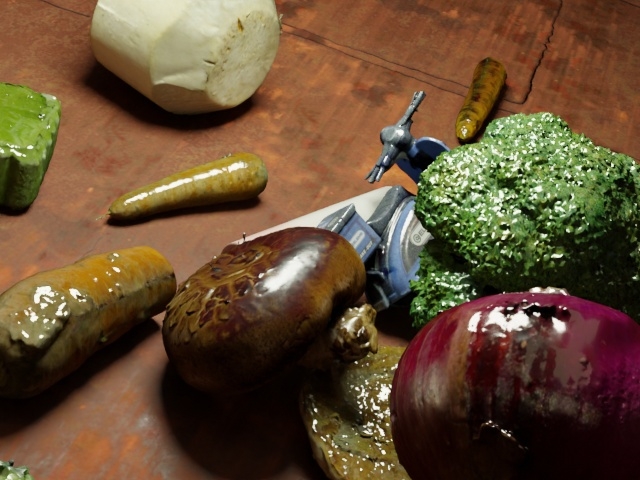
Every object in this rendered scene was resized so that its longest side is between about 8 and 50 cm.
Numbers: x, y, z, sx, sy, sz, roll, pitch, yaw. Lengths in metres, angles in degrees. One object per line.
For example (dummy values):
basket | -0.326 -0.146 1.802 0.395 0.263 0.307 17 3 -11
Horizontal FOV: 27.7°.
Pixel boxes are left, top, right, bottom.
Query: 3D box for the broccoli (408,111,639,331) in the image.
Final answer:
broccoli | 0.299 0.006 1.751 0.321 0.310 0.413 4 60 21

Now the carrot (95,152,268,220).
carrot | -0.213 -0.074 1.969 0.298 0.078 0.078 -17 45 -33

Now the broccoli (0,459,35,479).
broccoli | -0.337 0.300 1.118 0.275 0.397 0.353 38 28 -10

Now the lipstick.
lipstick | 0.000 0.000 1.924 0.327 0.087 0.087 -21 48 -42

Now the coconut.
coconut | -0.236 -0.371 2.193 0.323 0.323 0.323 11 34 -7

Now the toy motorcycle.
toy motorcycle | 0.133 -0.051 1.908 0.212 0.125 0.358 47 54 -13

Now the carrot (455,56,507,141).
carrot | 0.299 -0.267 2.447 0.066 0.066 0.314 20 35 7

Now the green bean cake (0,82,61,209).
green bean cake | -0.494 -0.149 1.918 0.200 0.113 0.214 9 34 -9

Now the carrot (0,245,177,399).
carrot | -0.315 0.093 1.637 0.138 0.139 0.302 29 29 19

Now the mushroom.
mushroom | -0.065 0.086 1.647 0.278 0.163 0.297 0 29 27

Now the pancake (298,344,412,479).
pancake | 0.145 0.254 1.643 0.356 0.065 0.356 11 36 -8

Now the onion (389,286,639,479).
onion | 0.234 0.252 1.429 0.347 0.348 0.385 14 73 -2
